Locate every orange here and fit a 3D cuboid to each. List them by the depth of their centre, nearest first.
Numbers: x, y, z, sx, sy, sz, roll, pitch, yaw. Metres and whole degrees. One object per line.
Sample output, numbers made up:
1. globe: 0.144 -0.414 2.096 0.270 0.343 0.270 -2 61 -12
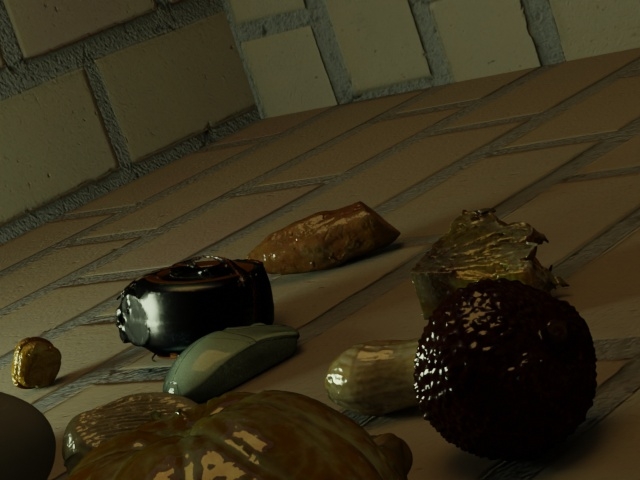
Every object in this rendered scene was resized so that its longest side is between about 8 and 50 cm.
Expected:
1. orange: -0.080 0.255 1.358 0.329 0.249 0.329 -17 4 1

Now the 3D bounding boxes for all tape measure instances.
1. tape measure: -0.174 0.091 2.506 0.223 0.135 0.202 -3 10 36

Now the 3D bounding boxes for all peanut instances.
1. peanut: 0.096 0.150 1.954 0.207 0.087 0.087 -10 14 29

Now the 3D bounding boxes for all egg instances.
1. egg: -0.422 0.259 2.024 0.232 0.176 0.176 -15 10 -20

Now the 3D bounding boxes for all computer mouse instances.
1. computer mouse: -0.119 0.148 2.328 0.229 0.068 0.113 -28 17 -37

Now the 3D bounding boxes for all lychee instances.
1. lychee: 0.178 0.128 1.712 0.194 0.194 0.194 -18 12 4

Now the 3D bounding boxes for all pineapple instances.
1. pineapple: 0.207 0.041 2.226 0.186 0.114 0.236 -19 15 -5

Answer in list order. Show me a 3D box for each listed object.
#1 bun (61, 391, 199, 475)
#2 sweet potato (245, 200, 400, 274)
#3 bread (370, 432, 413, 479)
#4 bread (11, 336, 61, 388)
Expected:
1. bun: -0.194 0.243 1.903 0.173 0.113 0.166 8 24 12
2. sweet potato: 0.000 0.000 2.762 0.252 0.097 0.097 -15 12 9
3. bread: 0.015 0.256 1.612 0.134 0.081 0.225 -20 13 19
4. bread: -0.426 0.184 2.606 0.081 0.083 0.046 -34 36 -31
